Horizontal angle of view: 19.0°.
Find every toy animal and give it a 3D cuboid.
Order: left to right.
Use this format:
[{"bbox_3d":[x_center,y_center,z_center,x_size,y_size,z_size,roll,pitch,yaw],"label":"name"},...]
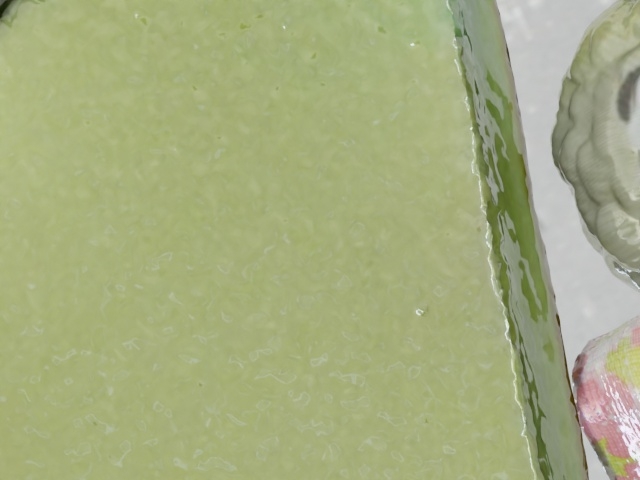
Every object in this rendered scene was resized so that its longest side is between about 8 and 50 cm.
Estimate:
[{"bbox_3d":[0.119,-0.042,0.483,0.098,0.137,0.098,25,144,20],"label":"toy animal"}]

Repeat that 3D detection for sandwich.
[{"bbox_3d":[0.000,0.000,0.490,0.212,0.063,0.245,45,100,22],"label":"sandwich"}]

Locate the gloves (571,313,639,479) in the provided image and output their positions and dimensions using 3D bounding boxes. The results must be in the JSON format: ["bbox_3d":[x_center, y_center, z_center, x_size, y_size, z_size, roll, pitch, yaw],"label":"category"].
[{"bbox_3d":[0.242,0.067,0.900,0.241,0.126,0.145,-12,96,30],"label":"gloves"}]
